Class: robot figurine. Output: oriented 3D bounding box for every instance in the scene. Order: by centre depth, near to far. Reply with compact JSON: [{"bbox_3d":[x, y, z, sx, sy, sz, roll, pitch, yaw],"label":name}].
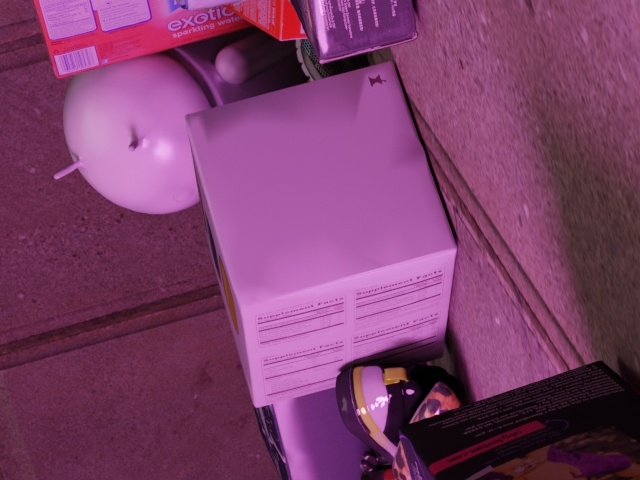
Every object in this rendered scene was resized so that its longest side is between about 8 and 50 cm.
[{"bbox_3d":[-0.151,-0.156,2.201,0.300,0.353,0.200,-34,94,42],"label":"robot figurine"}]

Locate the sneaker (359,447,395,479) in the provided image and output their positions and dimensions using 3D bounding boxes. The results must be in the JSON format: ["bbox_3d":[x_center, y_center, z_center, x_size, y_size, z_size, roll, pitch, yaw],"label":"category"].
[{"bbox_3d":[0.092,0.344,2.008,0.135,0.097,0.276,36,-126,-42],"label":"sneaker"}]

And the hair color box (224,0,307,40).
[{"bbox_3d":[-0.032,-0.232,1.806,0.167,0.093,0.053,40,131,55],"label":"hair color box"}]

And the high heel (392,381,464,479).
[{"bbox_3d":[0.150,0.268,1.806,0.186,0.093,0.261,44,146,45],"label":"high heel"}]

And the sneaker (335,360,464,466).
[{"bbox_3d":[0.101,0.171,1.891,0.235,0.097,0.084,32,-137,-59],"label":"sneaker"}]

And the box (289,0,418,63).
[{"bbox_3d":[-0.028,-0.388,1.585,0.318,0.097,0.395,-111,8,-57],"label":"box"}]

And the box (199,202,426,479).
[{"bbox_3d":[-0.002,0.096,2.200,0.312,0.179,0.343,-129,23,-72],"label":"box"}]

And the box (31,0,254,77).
[{"bbox_3d":[-0.163,-0.305,2.057,0.154,0.300,0.142,81,171,-55],"label":"box"}]

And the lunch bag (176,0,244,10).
[{"bbox_3d":[-0.109,-0.305,1.667,0.176,0.090,0.219,-135,30,-82],"label":"lunch bag"}]

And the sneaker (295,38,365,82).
[{"bbox_3d":[0.005,-0.217,1.895,0.076,0.065,0.166,144,109,-80],"label":"sneaker"}]

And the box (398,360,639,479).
[{"bbox_3d":[0.156,0.195,1.115,0.270,0.143,0.165,-127,21,-73],"label":"box"}]

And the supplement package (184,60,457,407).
[{"bbox_3d":[0.000,0.000,1.816,0.262,0.198,0.199,88,166,-66],"label":"supplement package"}]
